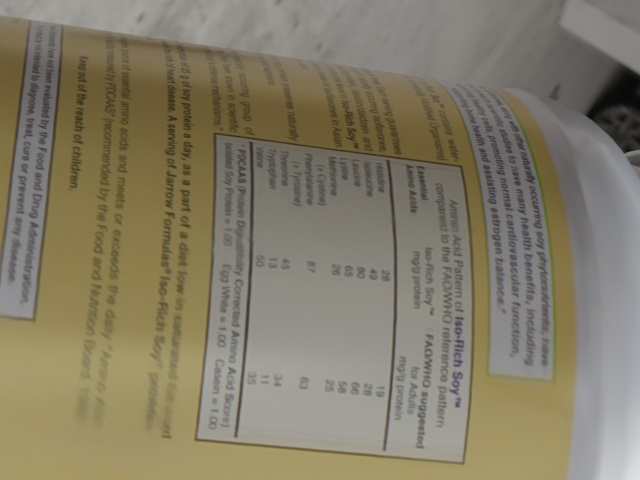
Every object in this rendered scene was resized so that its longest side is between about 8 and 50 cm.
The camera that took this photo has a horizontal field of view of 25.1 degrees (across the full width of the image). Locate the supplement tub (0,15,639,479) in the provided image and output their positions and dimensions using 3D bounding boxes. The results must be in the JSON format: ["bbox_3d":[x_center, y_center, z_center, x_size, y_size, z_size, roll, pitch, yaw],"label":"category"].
[{"bbox_3d":[-0.021,0.053,0.519,0.241,0.331,0.241,-173,-90,-78],"label":"supplement tub"}]
